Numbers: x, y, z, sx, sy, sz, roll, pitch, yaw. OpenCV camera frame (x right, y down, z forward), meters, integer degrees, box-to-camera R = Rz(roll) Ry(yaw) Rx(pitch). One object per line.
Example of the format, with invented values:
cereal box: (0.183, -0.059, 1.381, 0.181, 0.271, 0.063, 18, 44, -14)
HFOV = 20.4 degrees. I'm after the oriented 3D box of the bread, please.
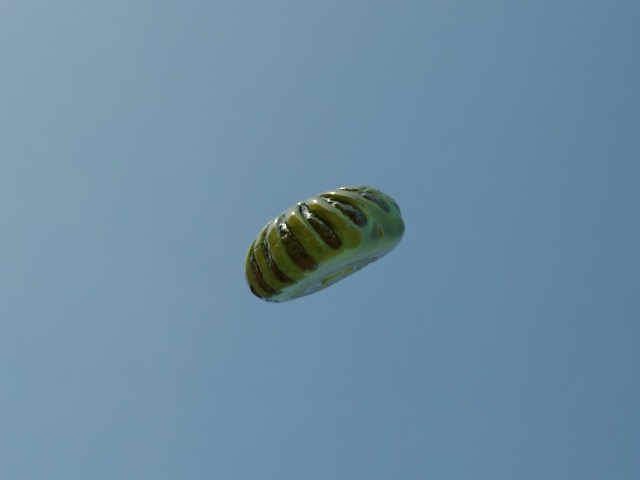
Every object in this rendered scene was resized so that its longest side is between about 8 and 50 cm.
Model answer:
bread: (0.000, 0.000, 1.494, 0.139, 0.130, 0.071, -36, -101, 47)
